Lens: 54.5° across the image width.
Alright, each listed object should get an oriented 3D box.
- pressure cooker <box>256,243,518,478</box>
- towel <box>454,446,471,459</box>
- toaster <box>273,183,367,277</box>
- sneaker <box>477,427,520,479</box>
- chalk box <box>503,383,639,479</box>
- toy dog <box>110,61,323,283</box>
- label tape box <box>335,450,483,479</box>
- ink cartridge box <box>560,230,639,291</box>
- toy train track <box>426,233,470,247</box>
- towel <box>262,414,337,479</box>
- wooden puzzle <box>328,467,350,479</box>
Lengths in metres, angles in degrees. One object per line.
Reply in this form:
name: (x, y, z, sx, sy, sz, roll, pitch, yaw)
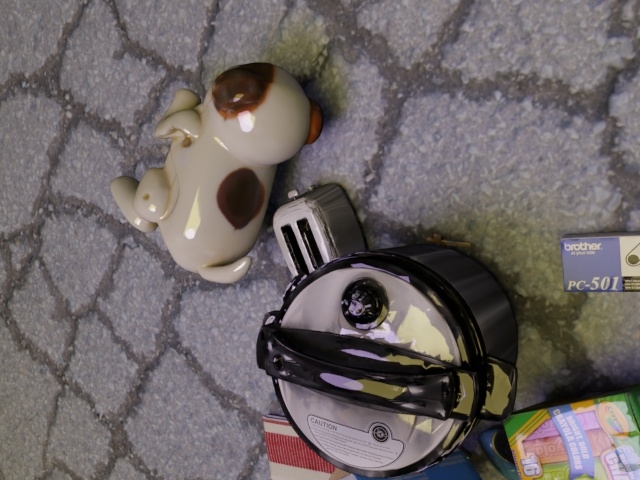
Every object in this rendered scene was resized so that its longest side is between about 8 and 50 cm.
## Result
pressure cooker: (0.117, 0.189, 1.059, 0.370, 0.420, 0.375, -39, 75, 23)
towel: (0.231, 0.440, 1.322, 0.152, 0.023, 0.113, 39, 120, 12)
toaster: (0.000, 0.000, 1.259, 0.129, 0.146, 0.226, -18, 94, 32)
sneaker: (0.394, 0.450, 1.215, 0.209, 0.069, 0.082, 47, 153, 1)
chalk box: (0.484, 0.336, 1.013, 0.289, 0.180, 0.179, -27, 69, 38)
toy dog: (-0.186, -0.159, 1.203, 0.407, 0.285, 0.395, -55, 35, 21)
label tape box: (0.144, 0.457, 1.106, 0.347, 0.249, 0.115, -50, 47, 46)
ink cartridge box: (0.517, 0.035, 1.039, 0.207, 0.046, 0.097, -2, 100, 30)
toy train track: (0.247, 0.001, 1.196, 0.083, 0.014, 0.048, 7, 146, 19)
towel: (-0.018, 0.583, 1.487, 0.237, 0.037, 0.328, -1, 102, 30)
wooden puzzle: (0.149, 0.522, 1.347, 0.221, 0.044, 0.238, 32, 112, 11)
